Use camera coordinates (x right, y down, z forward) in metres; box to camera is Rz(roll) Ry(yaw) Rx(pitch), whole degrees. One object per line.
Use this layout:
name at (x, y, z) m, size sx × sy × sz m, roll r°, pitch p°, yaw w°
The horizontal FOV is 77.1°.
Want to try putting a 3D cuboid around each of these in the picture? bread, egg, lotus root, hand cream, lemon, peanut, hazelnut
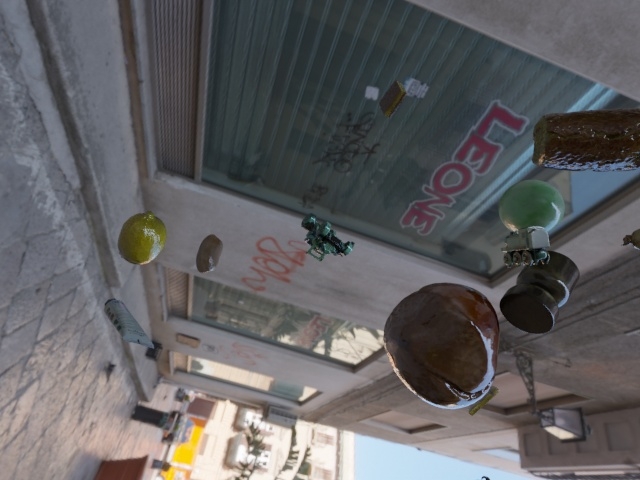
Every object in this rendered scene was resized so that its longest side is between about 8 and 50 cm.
bread at (0.465, -0.170, 0.688) m, size 0.132 × 0.172 × 0.103 m, roll -10°, pitch 104°, yaw -72°
egg at (0.811, -0.123, 1.547) m, size 0.269 × 0.220 × 0.220 m, roll -79°, pitch -172°, yaw -81°
lotus root at (0.969, -0.006, 1.173) m, size 0.062 × 0.150 × 0.073 m, roll -25°, pitch 110°, yaw -70°
hand cream at (-0.570, 0.240, 1.169) m, size 0.276 × 0.095 × 0.059 m, roll 23°, pitch -98°, yaw 46°
lemon at (-0.327, -0.005, 0.740) m, size 0.110 × 0.082 × 0.082 m, roll -55°, pitch -166°, yaw 19°
bread at (0.234, -0.458, 1.301) m, size 0.094 × 0.035 × 0.090 m, roll -52°, pitch -153°, yaw 33°
peanut at (-0.376, 0.046, 1.359) m, size 0.076 × 0.076 × 0.152 m, roll 119°, pitch -17°, yaw -52°
hazelnut at (0.359, 0.288, 1.158) m, size 0.372 × 0.315 × 0.372 m, roll -28°, pitch 131°, yaw -38°

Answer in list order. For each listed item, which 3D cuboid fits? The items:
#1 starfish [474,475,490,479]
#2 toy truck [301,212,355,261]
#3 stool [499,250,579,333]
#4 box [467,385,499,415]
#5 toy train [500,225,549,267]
starfish at (0.536, 0.799, 1.281) m, size 0.028 × 0.078 × 0.091 m, roll 21°, pitch 53°, yaw -67°
toy truck at (0.001, 0.000, 0.840) m, size 0.078 × 0.080 × 0.154 m, roll -51°, pitch -158°, yaw 0°
stool at (0.783, 0.179, 1.432) m, size 0.264 × 0.179 × 0.179 m, roll -40°, pitch 170°, yaw -30°
box at (0.647, 0.635, 1.598) m, size 0.149 × 0.020 × 0.073 m, roll -44°, pitch 162°, yaw 4°
toy train at (0.655, 0.022, 1.294) m, size 0.194 × 0.081 × 0.125 m, roll 144°, pitch -58°, yaw -83°
